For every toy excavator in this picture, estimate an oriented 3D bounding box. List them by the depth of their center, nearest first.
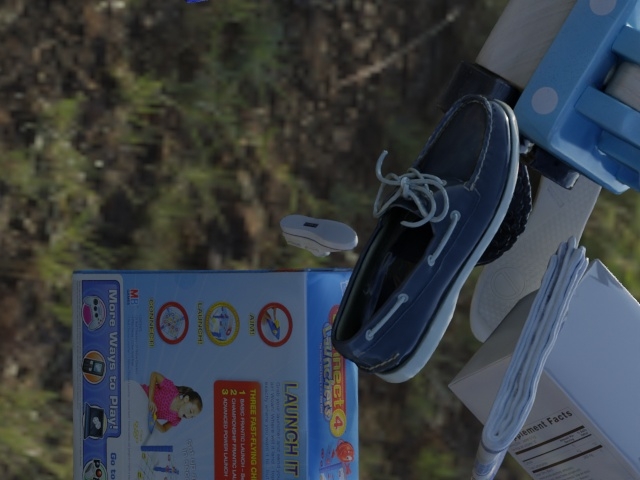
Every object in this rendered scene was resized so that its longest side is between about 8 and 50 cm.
[{"bbox_3d":[0.334,-0.122,1.661,0.222,0.445,0.433,-60,151,4],"label":"toy excavator"}]

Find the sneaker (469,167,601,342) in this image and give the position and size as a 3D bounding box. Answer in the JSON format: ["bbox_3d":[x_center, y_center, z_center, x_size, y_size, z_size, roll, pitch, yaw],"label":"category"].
[{"bbox_3d":[0.278,-0.003,2.323,0.295,0.105,0.147,-64,-175,5],"label":"sneaker"}]

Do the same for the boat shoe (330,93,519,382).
[{"bbox_3d":[0.081,-0.012,1.442,0.079,0.095,0.254,32,82,-39],"label":"boat shoe"}]

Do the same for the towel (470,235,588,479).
[{"bbox_3d":[0.193,0.129,1.673,0.285,0.034,0.209,83,30,-73],"label":"towel"}]

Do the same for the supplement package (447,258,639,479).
[{"bbox_3d":[0.336,0.202,2.119,0.293,0.175,0.177,48,56,-5],"label":"supplement package"}]

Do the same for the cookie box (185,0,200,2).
[{"bbox_3d":[-0.099,-0.297,1.758,0.092,0.040,0.107,-15,129,-39],"label":"cookie box"}]

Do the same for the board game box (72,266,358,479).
[{"bbox_3d":[-0.109,0.180,1.752,0.086,0.302,0.308,1,89,-54],"label":"board game box"}]

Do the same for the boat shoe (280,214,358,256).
[{"bbox_3d":[0.000,0.000,1.915,0.035,0.100,0.035,-45,135,-39],"label":"boat shoe"}]

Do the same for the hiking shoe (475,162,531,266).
[{"bbox_3d":[0.203,-0.082,2.153,0.086,0.114,0.226,7,107,-23],"label":"hiking shoe"}]
